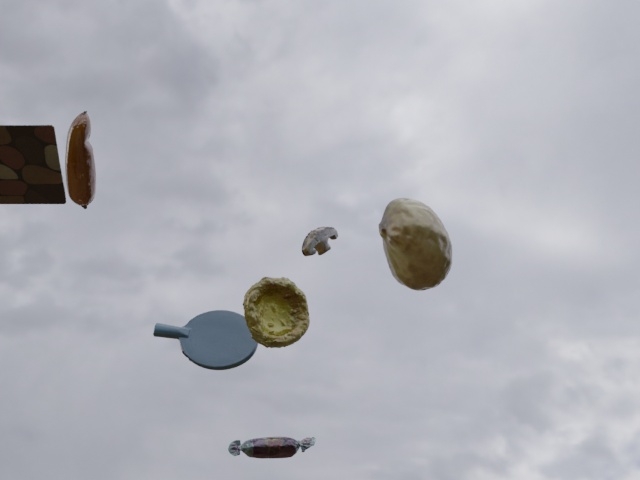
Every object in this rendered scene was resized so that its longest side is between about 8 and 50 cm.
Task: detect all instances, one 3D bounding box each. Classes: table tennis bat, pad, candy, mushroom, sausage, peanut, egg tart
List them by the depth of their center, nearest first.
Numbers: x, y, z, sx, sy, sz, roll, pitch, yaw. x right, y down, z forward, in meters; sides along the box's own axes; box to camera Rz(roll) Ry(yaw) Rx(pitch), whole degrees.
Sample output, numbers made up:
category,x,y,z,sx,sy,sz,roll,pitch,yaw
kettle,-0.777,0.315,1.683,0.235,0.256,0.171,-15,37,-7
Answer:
category,x,y,z,sx,sy,sz,roll,pitch,yaw
egg tart,-0.063,0.098,1.388,0.105,0.105,0.039,22,-27,-27
table tennis bat,-0.165,0.140,1.496,0.155,0.100,0.019,7,-38,8
peanut,0.159,0.009,1.726,0.109,0.140,0.159,-18,-54,2
pad,-0.549,-0.124,1.729,0.235,0.003,0.158,0,-53,-1
sausage,-0.433,-0.142,1.874,0.054,0.062,0.183,-3,-67,-13
mushroom,0.000,0.000,1.891,0.019,0.101,0.049,-9,-72,40
candy,-0.094,0.406,2.042,0.175,0.045,0.043,0,-60,-9
